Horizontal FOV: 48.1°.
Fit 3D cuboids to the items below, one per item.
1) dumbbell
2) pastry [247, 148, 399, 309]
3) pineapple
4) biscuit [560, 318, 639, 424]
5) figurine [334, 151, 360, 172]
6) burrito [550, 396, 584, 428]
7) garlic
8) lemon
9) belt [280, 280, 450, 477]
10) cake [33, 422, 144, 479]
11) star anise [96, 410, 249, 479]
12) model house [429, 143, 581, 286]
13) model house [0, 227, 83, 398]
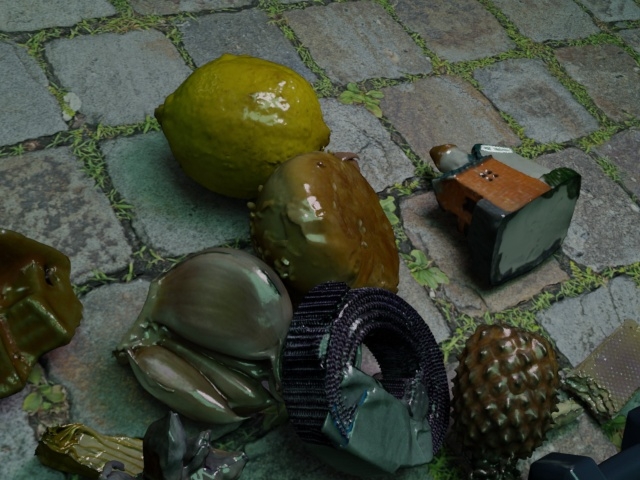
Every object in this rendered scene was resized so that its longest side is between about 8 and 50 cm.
[{"bbox_3d":[0.486,0.372,1.152,0.317,0.156,0.143,-15,89,-28],"label":"dumbbell"},{"bbox_3d":[0.000,0.000,1.221,0.316,0.184,0.284,33,43,-49],"label":"pastry"},{"bbox_3d":[0.260,0.310,1.086,0.175,0.175,0.360,20,73,-2],"label":"pineapple"},{"bbox_3d":[0.550,0.239,1.336,0.239,0.061,0.108,-28,64,-35],"label":"biscuit"},{"bbox_3d":[0.027,-0.111,1.392,0.126,0.157,0.114,28,28,11],"label":"figurine"},{"bbox_3d":[0.377,0.313,1.233,0.186,0.041,0.045,-11,15,-25],"label":"burrito"},{"bbox_3d":[-0.158,0.144,1.079,0.292,0.210,0.237,16,42,5],"label":"garlic"},{"bbox_3d":[-0.141,-0.208,1.331,0.322,0.268,0.268,15,49,3],"label":"lemon"},{"bbox_3d":[0.075,0.210,1.063,0.325,0.122,0.260,42,51,-39],"label":"belt"},{"bbox_3d":[-0.293,0.285,0.980,0.185,0.116,0.079,19,52,2],"label":"cake"},{"bbox_3d":[-0.204,0.326,0.936,0.237,0.229,0.093,-9,22,-38],"label":"star anise"},{"bbox_3d":[0.336,-0.088,1.478,0.272,0.190,0.301,-27,50,-30],"label":"model house"},{"bbox_3d":[-0.470,0.113,1.013,0.268,0.173,0.239,-13,57,-24],"label":"model house"}]
